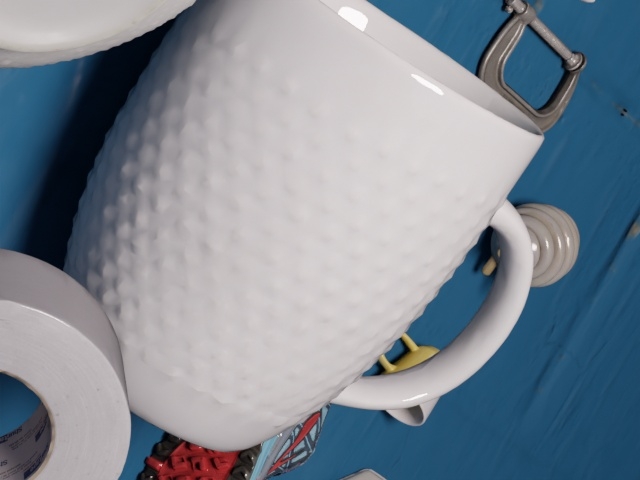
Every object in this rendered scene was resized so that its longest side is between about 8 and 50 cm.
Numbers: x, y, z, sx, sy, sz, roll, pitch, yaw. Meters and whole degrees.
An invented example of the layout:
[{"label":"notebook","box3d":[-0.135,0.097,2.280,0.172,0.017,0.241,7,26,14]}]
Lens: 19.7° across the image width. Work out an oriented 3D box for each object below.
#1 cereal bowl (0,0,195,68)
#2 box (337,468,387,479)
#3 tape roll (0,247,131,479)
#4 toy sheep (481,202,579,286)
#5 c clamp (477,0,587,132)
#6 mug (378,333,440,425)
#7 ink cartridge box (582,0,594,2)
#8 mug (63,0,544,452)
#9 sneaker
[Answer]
[{"label":"cereal bowl","box3d":[-0.170,-0.216,1.122,0.339,0.141,0.339,-15,151,-9]},{"label":"box","box3d":[0.025,0.362,1.765,0.149,0.127,0.232,-18,124,-37]},{"label":"tape roll","box3d":[-0.241,0.114,1.262,0.219,0.072,0.219,-6,121,-9]},{"label":"toy sheep","box3d":[0.204,0.007,1.781,0.132,0.091,0.091,-22,128,-59]},{"label":"c clamp","box3d":[0.205,-0.175,1.728,0.137,0.022,0.161,-55,138,-7]},{"label":"mug","box3d":[0.092,0.128,1.756,0.064,0.062,0.078,-45,143,-29]},{"label":"ink cartridge box","box3d":[0.191,-0.363,1.539,0.198,0.115,0.272,16,100,-48]},{"label":"mug","box3d":[0.000,0.000,1.405,0.374,0.276,0.328,28,103,-30]},{"label":"sneaker","box3d":[-0.053,0.185,1.609,0.262,0.104,0.125,-54,140,-8]}]
